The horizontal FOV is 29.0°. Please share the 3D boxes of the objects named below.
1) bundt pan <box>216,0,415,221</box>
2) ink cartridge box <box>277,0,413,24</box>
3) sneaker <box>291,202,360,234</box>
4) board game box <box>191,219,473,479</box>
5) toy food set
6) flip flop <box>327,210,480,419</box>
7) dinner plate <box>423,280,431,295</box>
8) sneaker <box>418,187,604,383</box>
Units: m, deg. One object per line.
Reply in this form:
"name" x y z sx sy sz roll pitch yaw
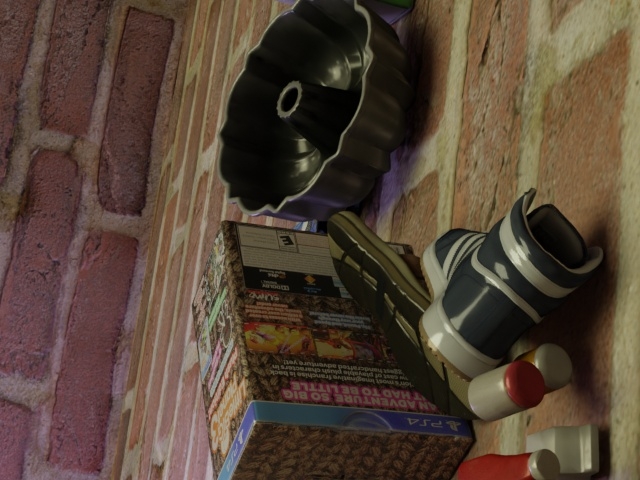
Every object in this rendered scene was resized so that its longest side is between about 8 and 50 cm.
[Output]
"bundt pan" 0.004 -0.170 1.670 0.331 0.124 0.331 -30 50 43
"ink cartridge box" 0.038 -0.472 1.743 0.121 0.211 0.289 159 123 -73
"sneaker" 0.000 0.000 1.760 0.087 0.083 0.221 -118 41 -61
"board game box" 0.001 0.136 1.331 0.291 0.232 0.141 -103 28 -46
"toy food set" 0.182 0.179 0.963 0.104 0.111 0.232 -33 45 51
"flip flop" 0.100 0.064 1.262 0.277 0.080 0.112 50 148 39
"dinner plate" 0.106 0.106 1.435 0.141 0.017 0.141 -166 90 -74
"sneaker" 0.172 0.016 1.136 0.153 0.099 0.282 -49 6 18
